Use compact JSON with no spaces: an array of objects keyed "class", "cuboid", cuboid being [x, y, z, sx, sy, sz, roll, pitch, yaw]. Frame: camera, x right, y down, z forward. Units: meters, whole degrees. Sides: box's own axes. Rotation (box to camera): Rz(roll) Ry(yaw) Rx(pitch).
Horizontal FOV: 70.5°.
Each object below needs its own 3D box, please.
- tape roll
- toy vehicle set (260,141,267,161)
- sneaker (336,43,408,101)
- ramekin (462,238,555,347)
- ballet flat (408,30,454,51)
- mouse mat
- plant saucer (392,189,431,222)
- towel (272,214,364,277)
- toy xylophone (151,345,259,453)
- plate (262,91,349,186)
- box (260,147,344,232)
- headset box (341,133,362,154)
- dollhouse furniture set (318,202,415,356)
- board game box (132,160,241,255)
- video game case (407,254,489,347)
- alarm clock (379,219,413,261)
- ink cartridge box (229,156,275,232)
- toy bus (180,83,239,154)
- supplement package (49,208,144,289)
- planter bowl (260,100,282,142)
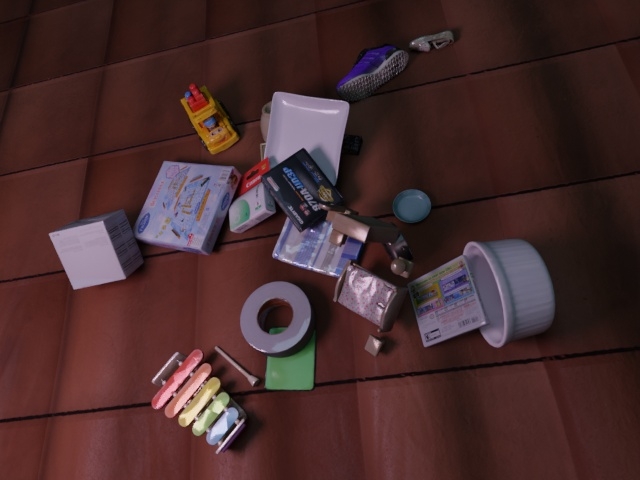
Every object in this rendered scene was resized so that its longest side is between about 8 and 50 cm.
[{"class":"tape roll","cuboid":[-0.127,0.237,1.366,0.219,0.072,0.219,-5,62,10]},{"class":"toy vehicle set","cuboid":[-0.079,-0.298,1.614,0.267,0.035,0.166,-11,65,9]},{"class":"sneaker","cuboid":[0.167,-0.631,1.672,0.293,0.102,0.146,-32,59,-7]},{"class":"ramekin","cuboid":[0.480,0.126,1.171,0.135,0.277,0.277,-11,65,0]},{"class":"ballet flat","cuboid":[0.412,-0.731,1.676,0.168,0.057,0.052,-16,74,7]},{"class":"mouse mat","cuboid":[-0.089,0.350,1.351,0.153,0.007,0.189,-3,67,12]},{"class":"plant saucer","cuboid":[0.292,-0.107,1.450,0.119,0.021,0.119,-5,65,11]},{"class":"towel","cuboid":[0.000,0.000,1.467,0.285,0.034,0.209,16,72,19]},{"class":"toy xylophone","cuboid":[-0.329,0.444,1.325,0.323,0.081,0.236,27,75,22]},{"class":"plate","cuboid":[-0.049,-0.341,1.524,0.277,0.045,0.278,14,103,19]},{"class":"box","cuboid":[-0.059,-0.162,1.458,0.175,0.051,0.220,-36,86,-13]},{"class":"headset box","cuboid":[0.100,-0.337,1.590,0.083,0.032,0.062,10,69,18]},{"class":"dollhouse furniture set","cuboid":[0.070,0.104,1.279,0.303,0.174,0.355,27,105,36]},{"class":"board game box","cuboid":[-0.475,-0.122,1.597,0.318,0.066,0.318,9,69,24]},{"class":"video game case","cuboid":[0.343,0.170,1.245,0.212,0.023,0.193,-38,54,43]},{"class":"alarm clock","cuboid":[0.214,0.001,1.368,0.064,0.129,0.192,-28,44,3]},{"class":"ink cartridge box","cuboid":[-0.240,-0.159,1.540,0.181,0.056,0.224,-28,62,34]},{"class":"toy bus","cuboid":[-0.419,-0.464,1.672,0.149,0.211,0.220,-31,65,-3]},{"class":"supplement package","cuboid":[-0.740,0.028,1.516,0.194,0.149,0.203,-12,108,8]},{"class":"planter bowl","cuboid":[-0.147,-0.436,1.626,0.162,0.109,0.162,-9,47,10]}]
